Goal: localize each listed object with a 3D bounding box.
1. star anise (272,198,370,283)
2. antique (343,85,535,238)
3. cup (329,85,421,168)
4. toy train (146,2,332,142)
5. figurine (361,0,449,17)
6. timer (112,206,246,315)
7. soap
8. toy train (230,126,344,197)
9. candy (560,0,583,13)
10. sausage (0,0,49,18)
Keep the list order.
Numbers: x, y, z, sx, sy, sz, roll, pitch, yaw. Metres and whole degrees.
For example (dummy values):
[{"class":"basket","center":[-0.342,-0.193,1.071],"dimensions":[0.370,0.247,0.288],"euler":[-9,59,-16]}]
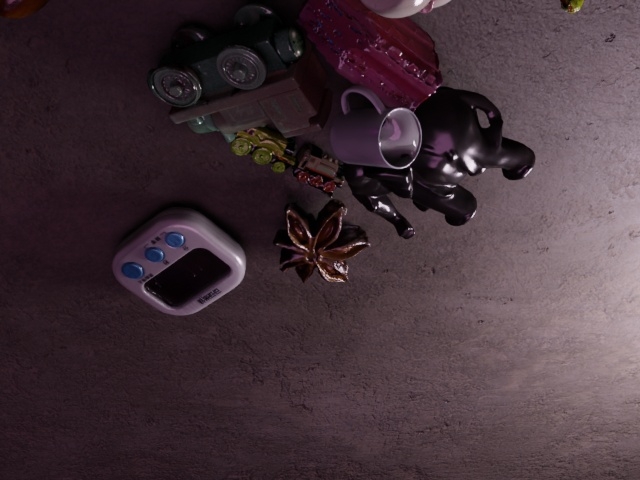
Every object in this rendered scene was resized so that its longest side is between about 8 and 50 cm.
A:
[{"class":"star anise","center":[0.000,-0.005,1.608],"dimensions":[0.214,0.099,0.220],"euler":[-2,130,-19]},{"class":"antique","center":[0.198,-0.156,1.416],"dimensions":[0.255,0.185,0.322],"euler":[29,126,-35]},{"class":"cup","center":[0.091,-0.192,1.262],"dimensions":[0.099,0.133,0.136],"euler":[-11,104,-35]},{"class":"toy train","center":[-0.141,-0.268,1.295],"dimensions":[0.304,0.150,0.221],"euler":[-8,139,28]},{"class":"figurine","center":[0.151,-0.417,1.192],"dimensions":[0.155,0.235,0.127],"euler":[-4,102,38]},{"class":"timer","center":[-0.307,0.047,1.646],"dimensions":[0.262,0.087,0.237],"euler":[-32,126,26]},{"class":"soap","center":[0.082,-0.340,1.252],"dimensions":[0.250,0.162,0.099],"euler":[31,133,-26]},{"class":"toy train","center":[-0.058,-0.164,1.481],"dimensions":[0.249,0.053,0.085],"euler":[23,122,-22]},{"class":"candy","center":[0.459,-0.430,1.267],"dimensions":[0.123,0.035,0.035],"euler":[-36,128,18]},{"class":"sausage","center":[-0.407,-0.459,1.166],"dimensions":[0.302,0.076,0.103],"euler":[-43,156,28]}]
